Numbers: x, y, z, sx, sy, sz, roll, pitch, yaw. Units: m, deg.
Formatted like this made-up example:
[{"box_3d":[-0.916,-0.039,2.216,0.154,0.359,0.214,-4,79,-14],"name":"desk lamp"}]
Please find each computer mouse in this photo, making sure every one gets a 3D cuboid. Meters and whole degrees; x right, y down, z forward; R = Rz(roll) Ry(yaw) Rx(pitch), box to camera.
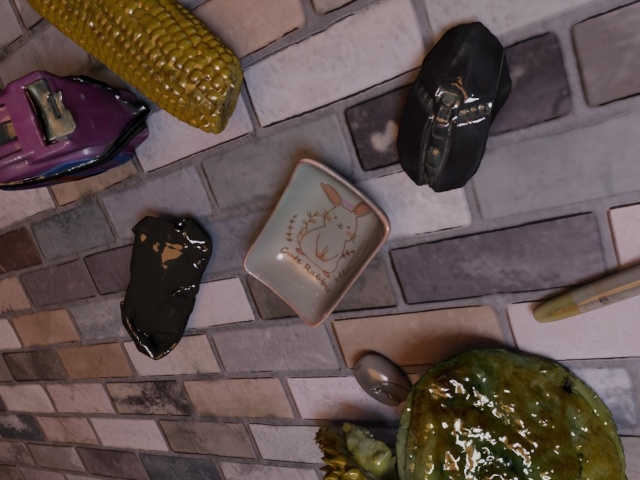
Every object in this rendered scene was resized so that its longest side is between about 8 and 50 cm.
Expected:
[{"box_3d":[0.092,0.216,0.725,0.096,0.039,0.066,44,124,5],"name":"computer mouse"},{"box_3d":[0.145,-0.144,0.536,0.106,0.062,0.192,23,118,19],"name":"computer mouse"}]

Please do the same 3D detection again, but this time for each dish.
[{"box_3d":[0.000,0.000,0.664,0.151,0.077,0.212,40,123,10],"name":"dish"}]

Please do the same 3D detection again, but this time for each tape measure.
[{"box_3d":[-0.393,-0.168,0.720,0.245,0.231,0.149,-15,100,15],"name":"tape measure"}]

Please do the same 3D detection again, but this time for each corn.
[{"box_3d":[-0.259,-0.296,0.651,0.387,0.144,0.144,38,123,4],"name":"corn"}]

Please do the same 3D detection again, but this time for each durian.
[{"box_3d":[0.106,0.366,0.700,0.306,0.166,0.172,19,135,26],"name":"durian"}]

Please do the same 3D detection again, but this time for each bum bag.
[{"box_3d":[-0.287,0.081,0.856,0.142,0.079,0.326,29,118,7],"name":"bum bag"}]

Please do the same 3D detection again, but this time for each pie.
[{"box_3d":[0.227,0.267,0.573,0.277,0.078,0.276,-2,75,9],"name":"pie"}]

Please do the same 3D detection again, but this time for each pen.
[{"box_3d":[0.345,0.040,0.523,0.233,0.032,0.040,-30,71,34],"name":"pen"}]
